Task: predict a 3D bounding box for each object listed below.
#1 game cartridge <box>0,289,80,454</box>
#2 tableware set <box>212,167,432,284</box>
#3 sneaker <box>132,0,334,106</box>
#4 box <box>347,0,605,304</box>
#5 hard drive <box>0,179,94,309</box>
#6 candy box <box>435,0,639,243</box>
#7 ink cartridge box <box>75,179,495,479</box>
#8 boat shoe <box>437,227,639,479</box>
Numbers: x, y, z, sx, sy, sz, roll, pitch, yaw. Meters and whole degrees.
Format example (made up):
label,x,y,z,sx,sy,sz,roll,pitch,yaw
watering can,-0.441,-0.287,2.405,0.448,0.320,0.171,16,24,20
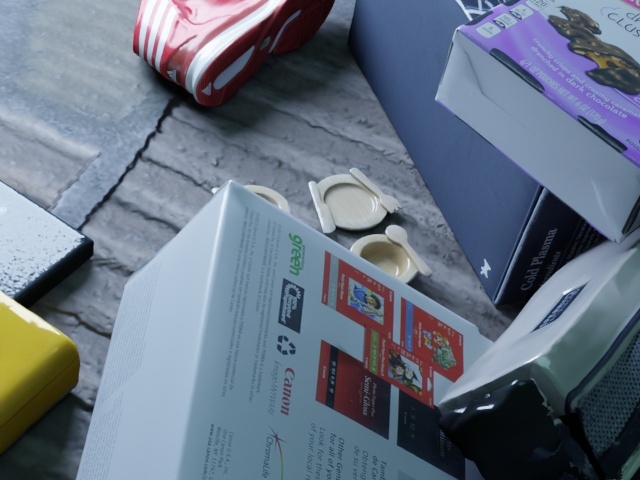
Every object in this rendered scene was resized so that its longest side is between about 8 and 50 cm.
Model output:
label,x,y,z,sx,sy,sz,roll,pitch,yaw
game cartridge,-0.364,0.100,0.753,0.285,0.052,0.324,31,47,17
tableware set,0.000,0.000,0.950,0.169,0.020,0.141,-14,51,-23
sneaker,-0.083,-0.220,1.097,0.128,0.087,0.221,33,48,17
box,0.235,-0.147,1.031,0.313,0.179,0.343,-10,50,-19
hard drive,-0.250,-0.003,0.896,0.135,0.022,0.094,31,48,17
candy box,0.207,-0.111,0.821,0.196,0.070,0.165,-33,62,-32
ink cartridge box,0.005,0.166,0.687,0.272,0.130,0.309,31,41,-23
boat shoe,0.211,0.088,0.775,0.340,0.127,0.158,-35,91,-44
